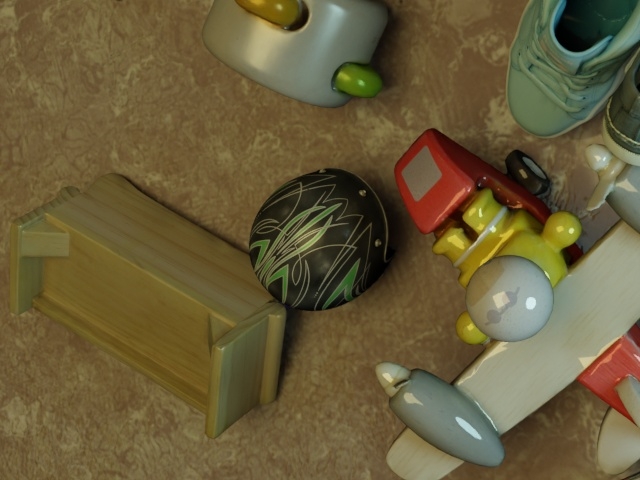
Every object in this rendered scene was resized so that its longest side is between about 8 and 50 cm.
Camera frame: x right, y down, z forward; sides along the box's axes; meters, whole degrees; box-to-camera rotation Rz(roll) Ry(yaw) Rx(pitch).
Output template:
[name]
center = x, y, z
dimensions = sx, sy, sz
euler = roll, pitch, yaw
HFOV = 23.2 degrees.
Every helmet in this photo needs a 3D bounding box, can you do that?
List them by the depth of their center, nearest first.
[helmet]
center = 0.000, 0.000, 1.789
dimensions = 0.169, 0.161, 0.169
euler = -2, 82, 12

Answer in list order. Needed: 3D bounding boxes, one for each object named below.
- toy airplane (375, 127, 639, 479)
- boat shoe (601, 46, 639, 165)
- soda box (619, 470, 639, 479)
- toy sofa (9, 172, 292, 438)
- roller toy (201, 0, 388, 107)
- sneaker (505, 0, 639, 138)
[toy airplane]
center = 0.238, 0.077, 1.604
dimensions = 0.384, 0.272, 0.386
euler = 3, 92, 26
[boat shoe]
center = 0.398, -0.200, 1.515
dimensions = 0.319, 0.099, 0.116
euler = -41, 65, -17
[soda box]
center = 0.379, 0.372, 1.591
dimensions = 0.091, 0.098, 0.286
euler = -29, 79, 28
[toy sofa]
center = -0.203, 0.073, 1.941
dimensions = 0.363, 0.177, 0.150
euler = 28, 130, 25
[roller toy]
center = -0.028, -0.253, 1.781
dimensions = 0.146, 0.209, 0.191
euler = -64, 28, 15
[sneaker]
center = 0.251, -0.211, 1.551
dimensions = 0.135, 0.150, 0.366
euler = 42, 144, 13
